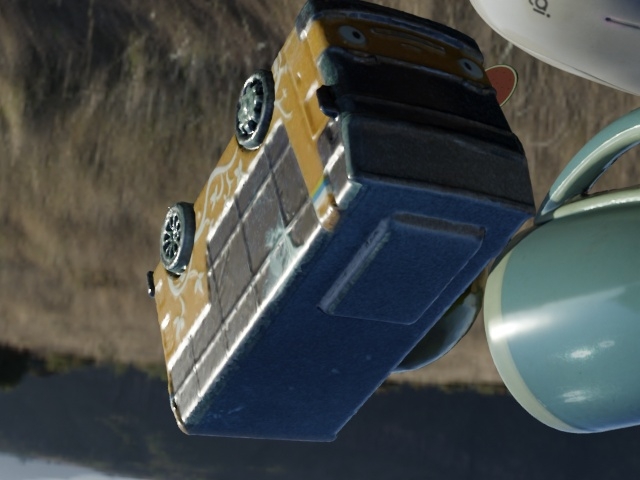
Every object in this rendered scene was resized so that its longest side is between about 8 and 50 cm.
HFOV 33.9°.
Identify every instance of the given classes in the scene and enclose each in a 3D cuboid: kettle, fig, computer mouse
[{"bbox_3d":[0.356,0.022,1.086,0.247,0.319,0.342,-14,172,-34],"label":"kettle"},{"bbox_3d":[0.095,0.055,1.336,0.239,0.239,0.271,1,166,18],"label":"fig"},{"bbox_3d":[0.244,-0.207,0.839,0.297,0.121,0.184,29,136,12],"label":"computer mouse"}]

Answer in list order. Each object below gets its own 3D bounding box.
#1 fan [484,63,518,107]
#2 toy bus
[{"bbox_3d":[0.203,-0.191,1.395,0.133,0.085,0.005,-19,138,34],"label":"fan"},{"bbox_3d":[0.000,0.000,0.787,0.162,0.194,0.323,10,136,-28],"label":"toy bus"}]
